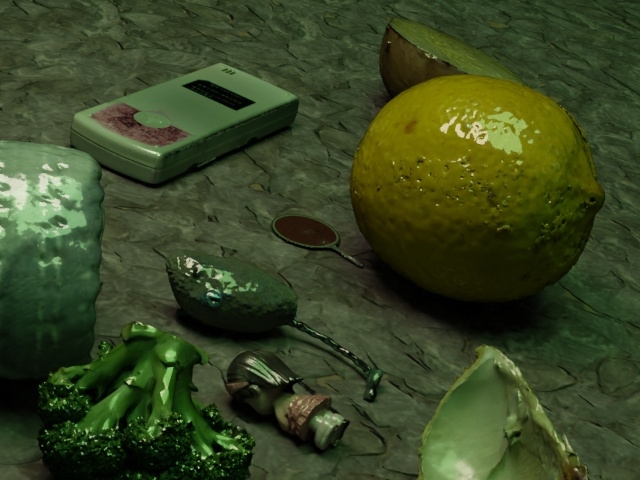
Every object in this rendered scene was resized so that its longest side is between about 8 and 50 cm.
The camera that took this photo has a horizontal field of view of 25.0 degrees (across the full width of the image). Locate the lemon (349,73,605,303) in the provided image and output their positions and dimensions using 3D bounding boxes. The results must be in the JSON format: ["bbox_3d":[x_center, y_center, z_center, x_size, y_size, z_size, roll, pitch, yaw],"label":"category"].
[{"bbox_3d":[0.170,-0.060,1.637,0.310,0.257,0.258,19,25,28],"label":"lemon"}]

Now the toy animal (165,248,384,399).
[{"bbox_3d":[-0.046,0.082,1.476,0.253,0.070,0.079,29,63,3],"label":"toy animal"}]

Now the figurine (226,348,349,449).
[{"bbox_3d":[-0.030,0.145,1.360,0.129,0.054,0.072,28,22,21],"label":"figurine"}]

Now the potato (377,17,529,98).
[{"bbox_3d":[0.191,-0.230,2.135,0.239,0.116,0.299,26,17,10],"label":"potato"}]

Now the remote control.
[{"bbox_3d":[-0.171,-0.157,1.876,0.145,0.050,0.344,26,29,22],"label":"remote control"}]

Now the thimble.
[{"bbox_3d":[-0.285,0.013,1.320,0.172,0.204,0.250,4,45,-9],"label":"thimble"}]

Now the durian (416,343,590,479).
[{"bbox_3d":[0.166,0.206,1.247,0.145,0.139,0.252,2,29,-14],"label":"durian"}]

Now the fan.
[{"bbox_3d":[0.000,0.000,1.709,0.133,0.005,0.085,32,30,32],"label":"fan"}]

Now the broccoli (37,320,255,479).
[{"bbox_3d":[-0.144,0.152,1.189,0.195,0.156,0.195,19,-7,2],"label":"broccoli"}]
